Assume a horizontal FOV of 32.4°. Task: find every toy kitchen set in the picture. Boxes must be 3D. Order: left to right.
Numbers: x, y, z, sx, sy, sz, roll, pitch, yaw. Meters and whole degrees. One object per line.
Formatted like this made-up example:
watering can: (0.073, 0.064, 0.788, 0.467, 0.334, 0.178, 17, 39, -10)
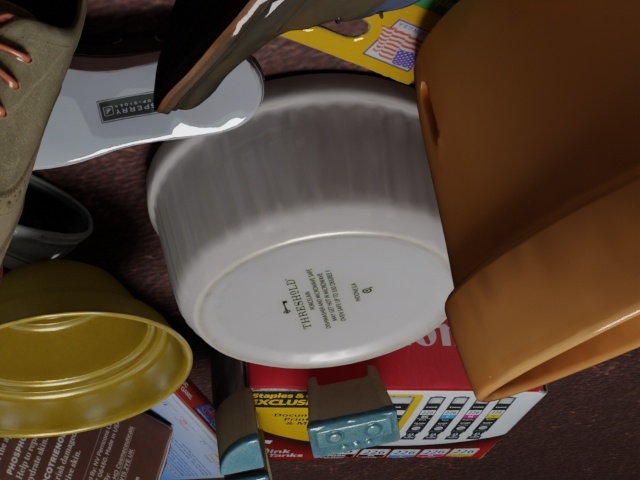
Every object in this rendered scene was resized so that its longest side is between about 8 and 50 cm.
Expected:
toy kitchen set: (-0.002, 0.242, 1.034, 0.166, 0.122, 0.207, -11, 130, -2)

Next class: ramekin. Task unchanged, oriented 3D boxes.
ramekin: (0.000, 0.000, 0.884, 0.272, 0.127, 0.273, -6, 147, -4)

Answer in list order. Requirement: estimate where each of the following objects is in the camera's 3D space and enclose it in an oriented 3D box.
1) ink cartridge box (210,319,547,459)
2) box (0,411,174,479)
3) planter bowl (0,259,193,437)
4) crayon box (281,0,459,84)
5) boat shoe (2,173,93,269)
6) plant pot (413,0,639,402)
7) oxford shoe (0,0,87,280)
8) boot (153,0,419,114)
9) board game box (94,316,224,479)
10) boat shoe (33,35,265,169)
ink cartridge box: (0.057, 0.125, 1.137, 0.309, 0.130, 0.272, 2, 149, -13)
box: (-0.351, 0.172, 1.021, 0.381, 0.143, 0.191, 34, 138, -22)
planter bowl: (-0.219, 0.078, 0.911, 0.217, 0.090, 0.217, -10, 149, -6)
crayon box: (0.065, -0.225, 0.556, 0.203, 0.083, 0.323, 15, 144, -33)
boat shoe: (-0.262, -0.041, 0.842, 0.081, 0.079, 0.227, -25, 152, 19)
plant pot: (0.183, -0.054, 0.644, 0.290, 0.203, 0.291, -22, 165, -6)
oxford shoe: (-0.196, -0.060, 0.549, 0.123, 0.348, 0.130, 20, 138, -18)
boot: (-0.003, -0.123, 0.557, 0.106, 0.082, 0.219, 14, 144, -28)
board game box: (-0.192, 0.142, 1.079, 0.145, 0.027, 0.281, -12, 128, 36)
boat shoe: (-0.154, -0.104, 0.747, 0.228, 0.076, 0.080, -10, 114, -5)
